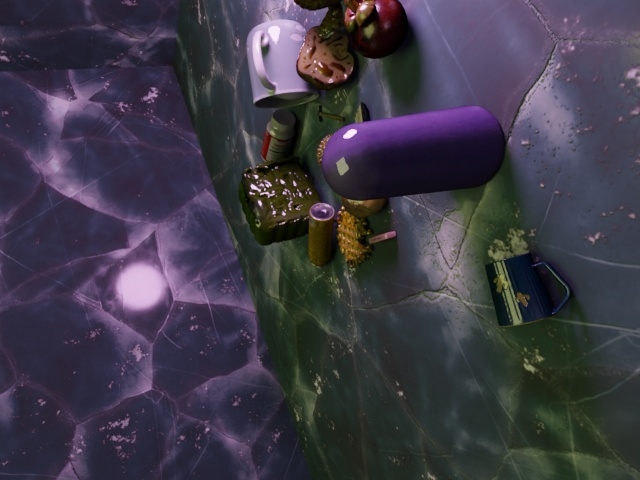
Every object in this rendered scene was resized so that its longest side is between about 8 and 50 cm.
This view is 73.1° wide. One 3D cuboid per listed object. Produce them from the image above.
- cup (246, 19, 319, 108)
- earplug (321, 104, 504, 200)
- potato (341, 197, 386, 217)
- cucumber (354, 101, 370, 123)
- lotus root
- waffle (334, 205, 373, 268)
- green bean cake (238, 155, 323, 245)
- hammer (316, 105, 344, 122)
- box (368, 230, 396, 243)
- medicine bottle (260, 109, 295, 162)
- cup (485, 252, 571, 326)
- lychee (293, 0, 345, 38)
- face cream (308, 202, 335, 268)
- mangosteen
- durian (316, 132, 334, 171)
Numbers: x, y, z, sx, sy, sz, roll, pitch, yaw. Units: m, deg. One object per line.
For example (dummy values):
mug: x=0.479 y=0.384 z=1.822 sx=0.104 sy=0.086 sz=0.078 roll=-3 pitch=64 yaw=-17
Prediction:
cup: x=-0.168 y=-0.672 z=1.626 sx=0.259 sy=0.356 sz=0.275 roll=-7 pitch=95 yaw=19
earplug: x=0.208 y=-0.203 z=1.027 sx=0.215 sy=0.455 sz=0.215 roll=29 pitch=125 yaw=52
potato: x=0.146 y=-0.148 z=1.519 sx=0.175 sy=0.137 sz=0.137 roll=-12 pitch=93 yaw=60
cucumber: x=0.154 y=-0.358 z=1.489 sx=0.070 sy=0.046 sz=0.220 roll=3 pitch=104 yaw=63
lotus root: x=0.021 y=-0.618 z=1.521 sx=0.188 sy=0.199 sz=0.180 roll=-64 pitch=-1 yaw=-1
waffle: x=0.124 y=-0.021 z=1.703 sx=0.232 sy=0.051 sz=0.229 roll=64 pitch=153 yaw=23
green bean cake: x=-0.168 y=-0.173 z=1.884 sx=0.319 sy=0.334 sz=0.218 roll=61 pitch=159 yaw=20
hammer: x=0.038 y=-0.479 z=1.674 sx=0.182 sy=0.017 sz=0.062 roll=36 pitch=133 yaw=49
box: x=0.219 y=-0.009 z=1.531 sx=0.115 sy=0.048 sz=0.025 roll=-19 pitch=82 yaw=61
medicine bottle: x=-0.193 y=-0.466 z=1.982 sx=0.131 sy=0.131 sz=0.250 roll=61 pitch=149 yaw=25
cup: x=0.490 y=0.111 z=1.030 sx=0.176 sy=0.131 sz=0.155 roll=-23 pitch=78 yaw=32
lychee: x=0.010 y=-0.821 z=1.305 sx=0.320 sy=0.270 sz=0.270 roll=56 pitch=152 yaw=-4
face cream: x=0.000 y=0.000 z=1.848 sx=0.105 sy=0.104 sz=0.349 roll=54 pitch=155 yaw=35
mangosteen: x=0.148 y=-0.613 z=1.219 sx=0.200 sy=0.199 sz=0.200 roll=36 pitch=133 yaw=50
durian: x=0.032 y=-0.308 z=1.656 sx=0.146 sy=0.102 sz=0.208 roll=14 pitch=105 yaw=54
